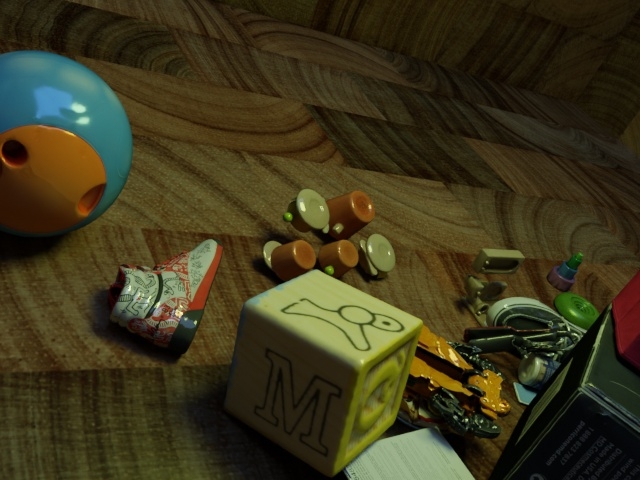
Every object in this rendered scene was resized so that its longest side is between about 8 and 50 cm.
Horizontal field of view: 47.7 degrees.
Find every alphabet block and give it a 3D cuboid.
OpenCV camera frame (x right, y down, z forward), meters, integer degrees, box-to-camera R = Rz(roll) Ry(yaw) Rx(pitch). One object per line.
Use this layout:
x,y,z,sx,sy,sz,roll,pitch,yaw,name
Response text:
0.004,0.181,1.047,0.197,0.193,0.192,25,27,28,alphabet block

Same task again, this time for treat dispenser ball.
-0.441,-0.148,1.129,0.288,0.288,0.288,21,31,-13,treat dispenser ball

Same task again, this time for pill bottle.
0.464,0.274,1.452,0.120,0.067,0.067,21,31,-12,pill bottle

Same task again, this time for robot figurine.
0.181,0.224,1.213,0.291,0.085,0.211,30,33,0,robot figurine

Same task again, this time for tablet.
0.419,0.310,1.421,0.083,0.006,0.054,22,30,-13,tablet

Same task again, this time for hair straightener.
0.405,0.212,1.436,0.231,0.047,0.089,1,32,2,hair straightener

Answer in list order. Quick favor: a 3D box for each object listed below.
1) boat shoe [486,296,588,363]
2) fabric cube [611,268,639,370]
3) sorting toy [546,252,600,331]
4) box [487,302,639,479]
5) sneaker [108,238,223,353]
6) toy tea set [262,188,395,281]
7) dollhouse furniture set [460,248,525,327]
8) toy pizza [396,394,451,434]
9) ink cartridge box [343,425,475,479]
0.491,0.218,1.517,0.306,0.113,0.105,29,13,-17,boat shoe
0.610,0.102,1.037,0.254,0.258,0.259,36,22,8,fabric cube
0.659,0.153,1.744,0.127,0.126,0.365,18,32,-18,sorting toy
0.528,0.383,1.059,0.472,0.297,0.480,37,22,17,box
-0.250,0.058,1.171,0.145,0.090,0.270,24,33,-12,sneaker
0.000,0.000,1.485,0.336,0.124,0.200,-2,71,-47,toy tea set
0.392,0.116,1.553,0.144,0.151,0.123,3,38,-33,dollhouse furniture set
0.173,0.255,1.277,0.201,0.032,0.201,20,31,-13,toy pizza
0.145,0.383,1.042,0.224,0.045,0.223,0,40,-39,ink cartridge box
